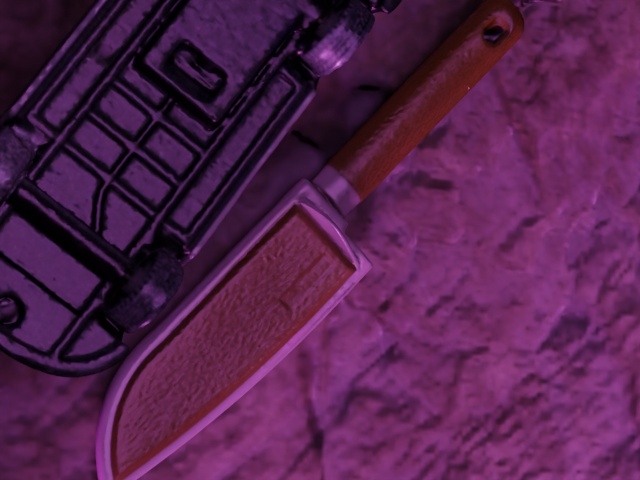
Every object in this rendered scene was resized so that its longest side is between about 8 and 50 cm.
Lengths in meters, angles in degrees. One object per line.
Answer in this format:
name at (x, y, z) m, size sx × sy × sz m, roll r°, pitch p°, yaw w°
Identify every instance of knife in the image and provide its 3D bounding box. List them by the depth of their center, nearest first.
knife at (0.000, 0.000, 0.614) m, size 0.256 × 0.022 × 0.046 m, roll -47°, pitch 109°, yaw -15°

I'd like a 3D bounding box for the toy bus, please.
toy bus at (-0.061, -0.044, 0.554) m, size 0.087 × 0.089 × 0.194 m, roll 39°, pitch 77°, yaw -15°
